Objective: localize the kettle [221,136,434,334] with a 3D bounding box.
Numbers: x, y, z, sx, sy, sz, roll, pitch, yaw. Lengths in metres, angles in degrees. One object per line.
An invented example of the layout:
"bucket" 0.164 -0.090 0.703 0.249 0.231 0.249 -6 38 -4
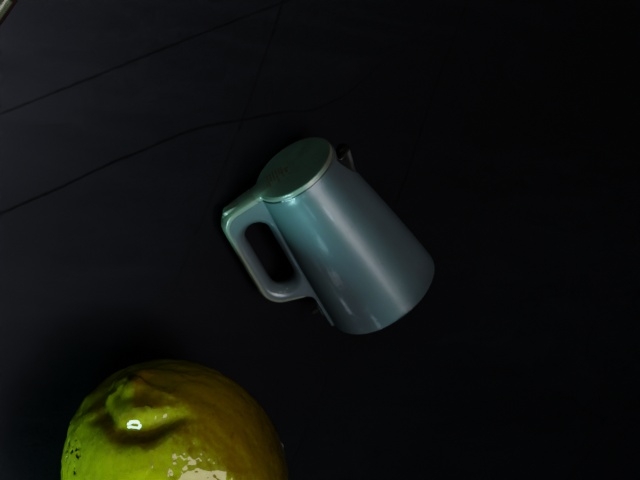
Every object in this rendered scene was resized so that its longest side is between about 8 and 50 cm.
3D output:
"kettle" 0.000 0.000 2.069 0.211 0.160 0.243 -32 121 11

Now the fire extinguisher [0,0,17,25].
"fire extinguisher" -0.378 -0.243 1.736 0.049 0.035 0.173 40 79 -44

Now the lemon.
"lemon" -0.181 0.291 1.936 0.297 0.297 0.297 -15 116 -33
